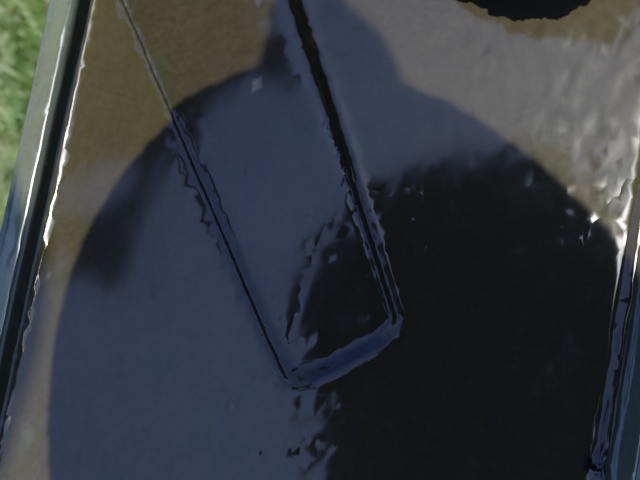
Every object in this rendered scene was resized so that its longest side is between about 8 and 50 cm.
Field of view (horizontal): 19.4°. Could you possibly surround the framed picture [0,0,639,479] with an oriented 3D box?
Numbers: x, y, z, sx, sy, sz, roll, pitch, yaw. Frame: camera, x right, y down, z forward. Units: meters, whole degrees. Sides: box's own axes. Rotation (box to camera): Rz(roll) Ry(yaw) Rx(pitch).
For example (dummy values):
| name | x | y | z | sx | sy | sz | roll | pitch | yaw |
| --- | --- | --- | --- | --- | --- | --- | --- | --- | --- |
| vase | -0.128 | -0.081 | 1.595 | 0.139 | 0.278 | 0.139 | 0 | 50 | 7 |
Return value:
| name | x | y | z | sx | sy | sz | roll | pitch | yaw |
| --- | --- | --- | --- | --- | --- | --- | --- | --- | --- |
| framed picture | 0.000 | 0.000 | 0.588 | 0.240 | 0.020 | 0.324 | 4 | 78 | 27 |
